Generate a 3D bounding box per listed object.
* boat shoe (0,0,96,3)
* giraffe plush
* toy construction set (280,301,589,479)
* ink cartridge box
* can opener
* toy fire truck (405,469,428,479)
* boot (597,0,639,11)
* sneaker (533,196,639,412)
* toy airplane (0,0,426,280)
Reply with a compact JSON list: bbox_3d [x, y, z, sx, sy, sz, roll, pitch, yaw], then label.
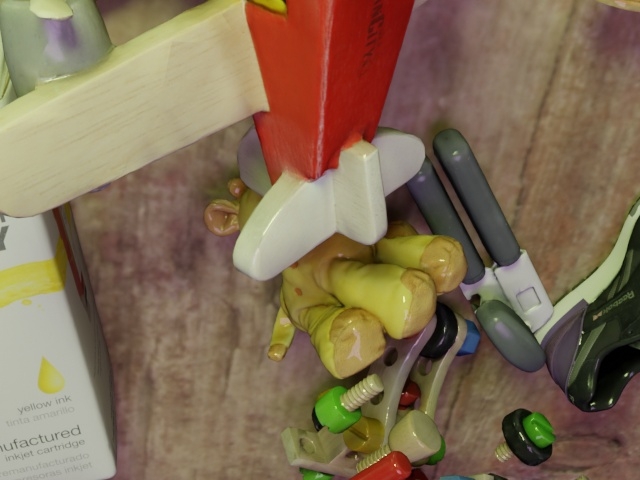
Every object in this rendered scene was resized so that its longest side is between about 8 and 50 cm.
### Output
[{"bbox_3d":[-0.190,-0.207,0.818,0.135,0.045,0.050,-27,124,5],"label":"boat shoe"},{"bbox_3d":[0.000,0.000,0.939,0.181,0.210,0.170,-44,113,-32],"label":"giraffe plush"},{"bbox_3d":[0.053,0.218,1.003,0.237,0.257,0.309,-39,162,28],"label":"toy construction set"},{"bbox_3d":[-0.345,0.040,0.874,0.279,0.160,0.384,-11,124,-6],"label":"ink cartridge box"},{"bbox_3d":[0.163,0.022,1.014,0.076,0.095,0.283,-29,131,6],"label":"can opener"},{"bbox_3d":[0.042,0.347,1.229,0.192,0.047,0.135,-14,125,-5],"label":"toy fire truck"},{"bbox_3d":[0.297,-0.273,0.851,0.197,0.073,0.152,-23,134,-29],"label":"boot"},{"bbox_3d":[0.342,0.057,1.060,0.107,0.124,0.283,23,115,-25],"label":"sneaker"},{"bbox_3d":[-0.030,-0.167,0.719,0.384,0.272,0.386,-54,160,11],"label":"toy airplane"}]
